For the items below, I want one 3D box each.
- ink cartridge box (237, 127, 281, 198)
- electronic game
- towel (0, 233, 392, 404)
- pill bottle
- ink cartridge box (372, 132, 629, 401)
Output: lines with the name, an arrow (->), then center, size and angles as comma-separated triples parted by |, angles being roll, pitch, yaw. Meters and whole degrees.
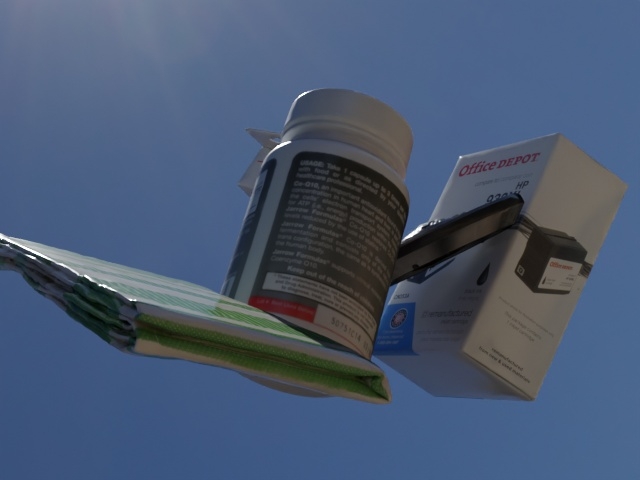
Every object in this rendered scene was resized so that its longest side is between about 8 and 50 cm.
ink cartridge box -> -0.022, -0.054, 1.765 | 0.198, 0.115, 0.067 | 48, -114, -39
electronic game -> 0.126, 0.003, 1.595 | 0.229, 0.229, 0.048 | -19, -98, -50
towel -> -0.118, 0.059, 1.120 | 0.247, 0.325, 0.038 | 16, -89, -35
pill bottle -> 0.000, 0.000, 1.415 | 0.161, 0.161, 0.283 | 58, -138, -53
ink cartridge box -> 0.219, 0.036, 1.756 | 0.129, 0.223, 0.307 | 34, -109, -21
